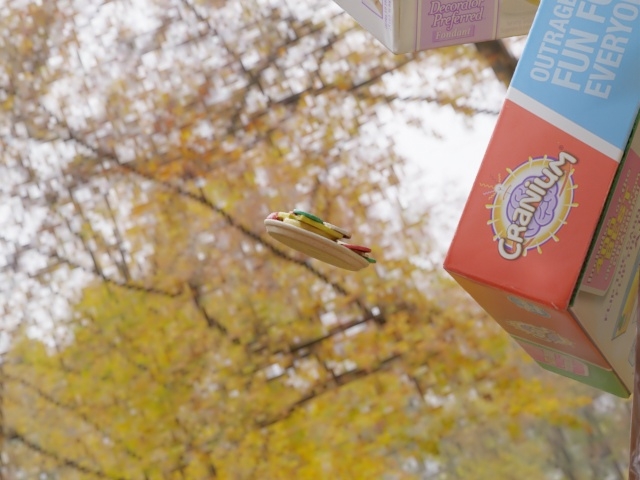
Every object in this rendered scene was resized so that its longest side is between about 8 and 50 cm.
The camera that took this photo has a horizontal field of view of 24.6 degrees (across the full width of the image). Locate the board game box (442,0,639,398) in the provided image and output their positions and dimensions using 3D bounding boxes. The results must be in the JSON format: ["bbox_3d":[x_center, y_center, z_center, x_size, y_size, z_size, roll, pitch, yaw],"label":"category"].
[{"bbox_3d":[0.170,-0.052,0.826,0.242,0.064,0.316,-69,-21,-7],"label":"board game box"}]

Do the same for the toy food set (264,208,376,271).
[{"bbox_3d":[0.000,0.000,1.036,0.083,0.020,0.082,27,-8,-25],"label":"toy food set"}]

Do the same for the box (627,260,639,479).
[{"bbox_3d":[0.328,0.063,0.630,0.382,0.191,0.143,-4,10,-23],"label":"box"}]

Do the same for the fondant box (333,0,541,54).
[{"bbox_3d":[0.105,-0.273,1.259,0.238,0.330,0.096,-11,-60,-18],"label":"fondant box"}]
